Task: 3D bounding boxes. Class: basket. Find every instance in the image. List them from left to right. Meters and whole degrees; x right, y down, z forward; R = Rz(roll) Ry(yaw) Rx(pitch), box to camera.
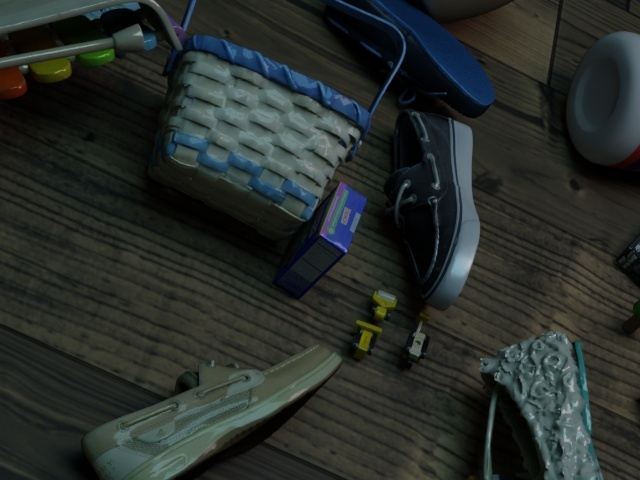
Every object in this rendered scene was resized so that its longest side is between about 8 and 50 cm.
[{"bbox_3d":[-0.062,-0.169,1.801,0.255,0.201,0.289,28,77,-10],"label":"basket"}]

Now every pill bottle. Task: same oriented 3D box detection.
[{"bbox_3d":[0.509,-0.168,2.173,0.323,0.181,0.181,9,52,-24],"label":"pill bottle"}]

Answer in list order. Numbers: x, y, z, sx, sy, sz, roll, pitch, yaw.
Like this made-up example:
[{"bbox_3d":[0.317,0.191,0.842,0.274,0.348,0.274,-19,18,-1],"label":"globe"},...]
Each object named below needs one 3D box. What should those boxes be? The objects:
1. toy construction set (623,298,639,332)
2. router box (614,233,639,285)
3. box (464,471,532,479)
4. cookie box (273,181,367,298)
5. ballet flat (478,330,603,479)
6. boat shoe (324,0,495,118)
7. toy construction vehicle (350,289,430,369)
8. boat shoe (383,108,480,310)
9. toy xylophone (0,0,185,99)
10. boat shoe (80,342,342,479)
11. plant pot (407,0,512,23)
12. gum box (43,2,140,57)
[{"bbox_3d":[0.543,0.182,1.885,0.257,0.237,0.309,14,51,-21],"label":"toy construction set"},{"bbox_3d":[0.453,0.022,2.093,0.092,0.038,0.122,44,46,7],"label":"router box"},{"bbox_3d":[0.225,0.296,1.755,0.136,0.028,0.081,0,56,-28],"label":"box"},{"bbox_3d":[0.000,0.000,1.791,0.040,0.107,0.092,34,45,-11],"label":"cookie box"},{"bbox_3d":[0.243,0.281,1.692,0.147,0.147,0.409,13,47,-22],"label":"ballet flat"},{"bbox_3d":[0.115,-0.243,2.070,0.258,0.089,0.109,46,33,15],"label":"boat shoe"},{"bbox_3d":[0.079,0.108,1.815,0.086,0.035,0.098,19,45,-2],"label":"toy construction vehicle"},{"bbox_3d":[0.123,-0.046,1.905,0.102,0.108,0.301,20,46,-16],"label":"boat shoe"},{"bbox_3d":[-0.302,-0.205,1.678,0.323,0.081,0.236,-13,31,-9],"label":"toy xylophone"},{"bbox_3d":[-0.103,0.165,1.609,0.302,0.109,0.098,-28,75,-36],"label":"boat shoe"},{"bbox_3d":[0.160,-0.398,2.116,0.284,0.284,0.191,40,81,3],"label":"plant pot"},{"bbox_3d":[-0.287,-0.321,1.917,0.157,0.041,0.184,20,48,-17],"label":"gum box"}]
